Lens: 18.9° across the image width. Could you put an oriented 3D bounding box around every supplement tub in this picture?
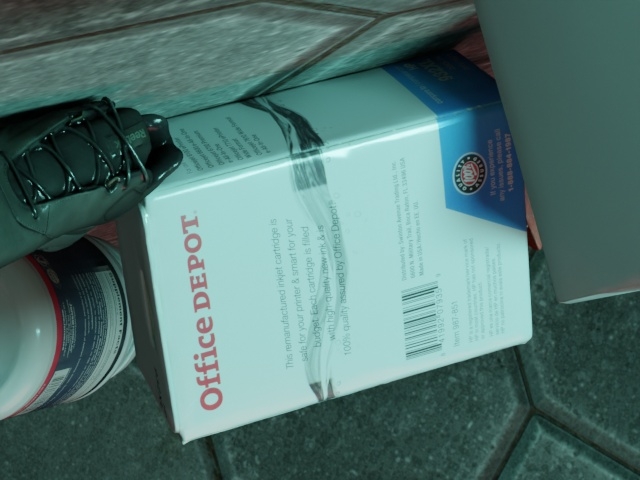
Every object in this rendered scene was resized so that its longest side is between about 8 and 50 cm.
[{"bbox_3d":[-0.308,0.082,1.982,0.191,0.191,0.272,-17,177,19],"label":"supplement tub"}]

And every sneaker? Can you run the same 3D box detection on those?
[{"bbox_3d":[-0.183,-0.046,1.269,0.130,0.109,0.286,-23,-176,19],"label":"sneaker"}]

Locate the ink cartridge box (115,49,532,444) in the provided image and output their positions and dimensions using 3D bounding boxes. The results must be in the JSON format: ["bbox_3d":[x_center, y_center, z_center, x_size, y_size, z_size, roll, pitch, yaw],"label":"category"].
[{"bbox_3d":[0.000,0.000,1.527,0.307,0.223,0.129,-15,-150,-16],"label":"ink cartridge box"}]

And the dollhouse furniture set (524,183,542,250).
[{"bbox_3d":[0.028,-0.055,1.809,0.201,0.152,0.374,-31,-156,-11],"label":"dollhouse furniture set"}]

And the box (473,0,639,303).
[{"bbox_3d":[0.251,-0.123,0.787,0.345,0.215,0.168,-14,177,-19],"label":"box"}]
